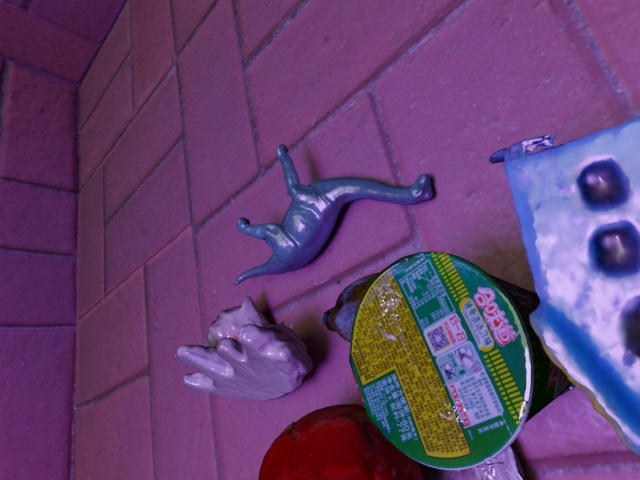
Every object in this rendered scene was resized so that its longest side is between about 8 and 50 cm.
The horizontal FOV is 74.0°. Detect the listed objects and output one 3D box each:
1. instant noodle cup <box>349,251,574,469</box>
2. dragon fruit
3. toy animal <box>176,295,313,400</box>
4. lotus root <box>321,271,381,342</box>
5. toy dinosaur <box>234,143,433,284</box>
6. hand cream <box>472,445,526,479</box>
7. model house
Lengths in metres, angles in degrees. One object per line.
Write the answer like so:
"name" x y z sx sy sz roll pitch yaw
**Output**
"instant noodle cup" 0.183 0.124 0.490 0.207 0.232 0.207 -9 77 46
"dragon fruit" 0.029 0.351 0.592 0.241 0.252 0.241 38 141 40
"toy animal" -0.127 0.191 0.826 0.266 0.188 0.308 20 138 14
"lotus root" 0.079 0.116 0.702 0.192 0.088 0.113 -26 48 40
"toy dinosaur" 0.000 0.000 0.808 0.331 0.129 0.384 33 107 34
"hand cream" 0.243 0.326 0.528 0.084 0.050 0.257 -43 52 34
"model house" 0.317 0.043 0.378 0.215 0.237 0.303 -19 72 39
